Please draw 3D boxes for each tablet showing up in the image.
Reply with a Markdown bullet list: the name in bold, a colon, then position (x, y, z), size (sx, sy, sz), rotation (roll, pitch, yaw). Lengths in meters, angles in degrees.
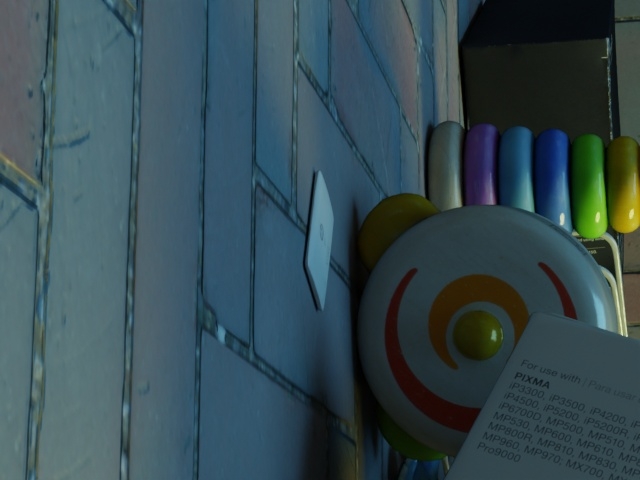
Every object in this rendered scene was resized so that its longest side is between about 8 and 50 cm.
- **tablet**: position (0.000, 0.000, 1.194), size (0.054, 0.006, 0.083), rotation (74, 17, -49)

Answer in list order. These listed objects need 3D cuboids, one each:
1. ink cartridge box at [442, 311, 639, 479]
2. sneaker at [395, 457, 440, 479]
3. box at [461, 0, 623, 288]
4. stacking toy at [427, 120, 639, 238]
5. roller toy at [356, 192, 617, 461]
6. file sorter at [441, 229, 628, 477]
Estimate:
- **ink cartridge box**: position (0.144, 0.281, 1.129), size (0.385, 0.160, 0.279), rotation (-58, 150, -29)
- **sneaker**: position (0.100, 0.243, 1.465), size (0.063, 0.073, 0.162), rotation (-4, 92, -78)
- **box**: position (0.292, -0.136, 2.255), size (0.343, 0.179, 0.312), rotation (-60, 146, -70)
- **stacking toy**: position (0.278, -0.060, 1.775), size (0.141, 0.330, 0.141), rotation (-3, 90, -79)
- **roller toy**: position (0.128, 0.066, 1.345), size (0.146, 0.191, 0.209), rotation (-1, 88, -78)
- **file sorter**: position (0.221, 0.135, 1.811), size (0.278, 0.193, 0.173), rotation (-76, 157, -56)
